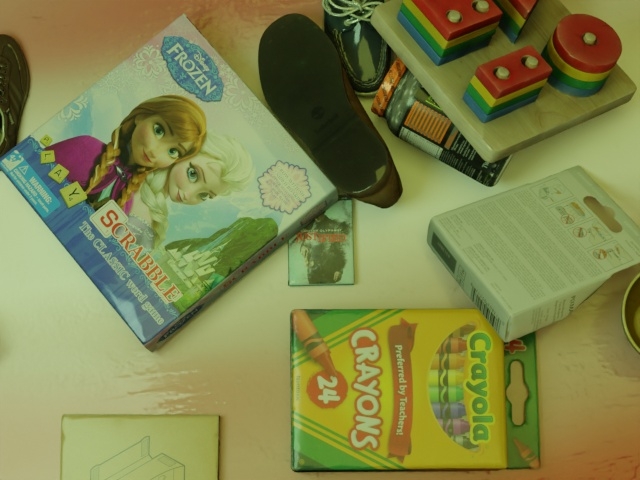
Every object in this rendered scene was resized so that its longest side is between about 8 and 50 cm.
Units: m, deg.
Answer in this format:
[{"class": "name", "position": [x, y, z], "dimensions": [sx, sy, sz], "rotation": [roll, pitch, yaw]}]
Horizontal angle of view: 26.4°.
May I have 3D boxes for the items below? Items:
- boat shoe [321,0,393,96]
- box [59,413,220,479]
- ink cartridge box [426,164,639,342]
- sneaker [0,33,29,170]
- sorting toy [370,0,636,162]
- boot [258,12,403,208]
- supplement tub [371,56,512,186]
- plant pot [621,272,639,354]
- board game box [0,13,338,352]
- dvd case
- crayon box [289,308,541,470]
[{"class": "boat shoe", "position": [0.048, -0.320, 1.811], "dimensions": [0.095, 0.079, 0.254], "rotation": [-3, 79, -2]}, {"class": "box", "position": [-0.228, 0.303, 1.722], "dimensions": [0.201, 0.021, 0.164], "rotation": [0, 79, 0]}, {"class": "ink cartridge box", "position": [0.281, 0.012, 1.729], "dimensions": [0.232, 0.066, 0.189], "rotation": [-17, 49, -23]}, {"class": "sneaker", "position": [-0.423, -0.188, 1.792], "dimensions": [0.066, 0.071, 0.188], "rotation": [-1, 79, 0]}, {"class": "sorting toy", "position": [0.243, -0.257, 1.719], "dimensions": [0.255, 0.089, 0.257], "rotation": [-24, 65, -29]}, {"class": "boot", "position": [0.012, -0.164, 1.781], "dimensions": [0.112, 0.115, 0.305], "rotation": [-34, 63, 11]}, {"class": "supplement tub", "position": [0.169, -0.161, 1.761], "dimensions": [0.190, 0.117, 0.117], "rotation": [30, 81, 6]}, {"class": "plant pot", "position": [0.437, 0.099, 1.719], "dimensions": [0.134, 0.095, 0.134], "rotation": [0, 79, 0]}, {"class": "board game box", "position": [-0.198, -0.077, 1.766], "dimensions": [0.318, 0.066, 0.319], "rotation": [-40, 79, -7]}, {"class": "dvd case", "position": [0.000, 0.000, 1.783], "dimensions": [0.087, 0.013, 0.119], "rotation": [-1, 77, 0]}, {"class": "crayon box", "position": [0.121, 0.188, 1.712], "dimensions": [0.318, 0.081, 0.202], "rotation": [-1, 79, 0]}]
